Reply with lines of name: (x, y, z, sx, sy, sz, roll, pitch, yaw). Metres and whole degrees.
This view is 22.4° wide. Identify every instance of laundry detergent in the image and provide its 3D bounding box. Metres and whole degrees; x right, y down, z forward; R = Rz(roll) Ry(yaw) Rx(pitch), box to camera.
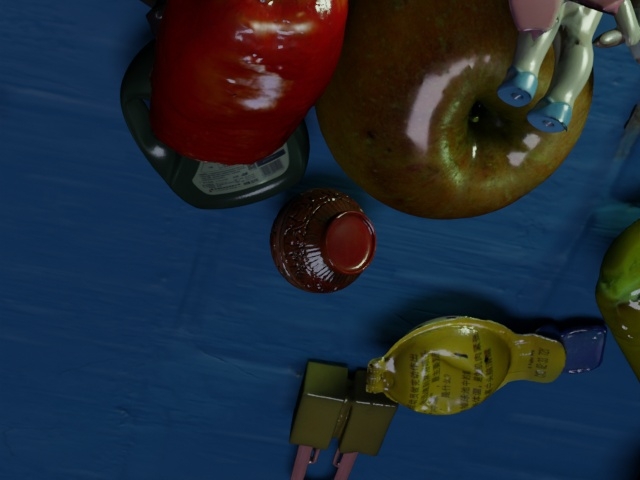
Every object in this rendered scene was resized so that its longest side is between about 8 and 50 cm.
laundry detergent: (-0.104, -0.121, 1.380, 0.144, 0.078, 0.222, -15, 139, 17)

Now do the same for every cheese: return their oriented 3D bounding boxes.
cheese: (0.169, 0.124, 1.654, 0.250, 0.064, 0.156, -5, 139, -5)

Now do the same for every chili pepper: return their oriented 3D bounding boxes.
chili pepper: (-0.044, -0.159, 1.135, 0.134, 0.131, 0.338, 29, 155, -2)

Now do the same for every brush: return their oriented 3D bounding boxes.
brush: (0.011, 0.224, 1.785, 0.103, 0.047, 0.233, 9, 139, -7)

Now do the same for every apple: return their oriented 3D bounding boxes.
apple: (0.098, -0.137, 1.291, 0.237, 0.207, 0.237, -10, 130, -12)

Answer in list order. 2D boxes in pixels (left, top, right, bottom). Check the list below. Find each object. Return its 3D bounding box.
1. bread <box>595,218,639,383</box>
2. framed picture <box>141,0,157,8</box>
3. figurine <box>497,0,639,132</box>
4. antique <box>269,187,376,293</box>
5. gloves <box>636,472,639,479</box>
bread: (0.388, 0.111, 1.577, 0.166, 0.112, 0.383, -30, 126, 5)
framed picture: (-0.151, -0.264, 1.274, 0.168, 0.023, 0.128, 33, 130, -29)
figurine: (0.211, -0.192, 1.166, 0.205, 0.260, 0.103, 29, 158, -20)
antique: (0.000, 0.000, 1.503, 0.104, 0.104, 0.104, 2, 138, 1)
gloves: (0.416, 0.274, 1.773, 0.164, 0.124, 0.203, 17, 108, -50)
